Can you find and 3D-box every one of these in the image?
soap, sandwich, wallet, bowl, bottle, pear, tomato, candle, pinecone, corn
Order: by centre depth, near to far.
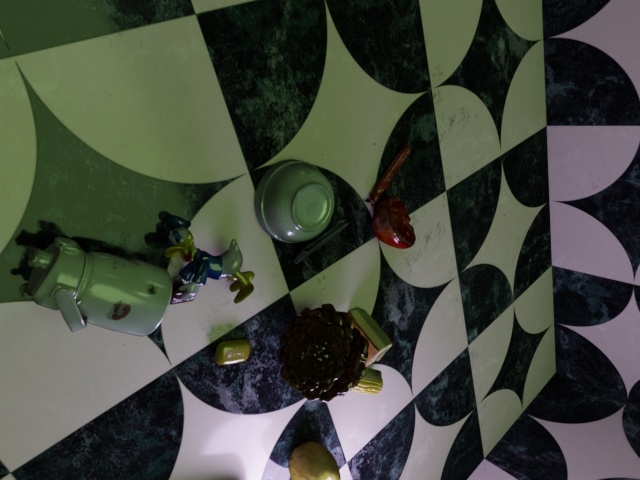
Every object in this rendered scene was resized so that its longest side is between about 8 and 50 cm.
[{"bbox_3d":[-0.604,0.131,1.204,0.352,0.229,0.229,26,85,-43],"label":"bottle"},{"bbox_3d":[-0.070,-0.131,1.619,0.307,0.163,0.306,-11,110,-34],"label":"bowl"},{"bbox_3d":[-0.312,0.401,1.624,0.140,0.045,0.088,3,96,-40],"label":"soap"},{"bbox_3d":[0.002,0.002,1.707,0.222,0.167,0.036,-38,87,-26],"label":"wallet"},{"bbox_3d":[0.038,0.438,1.739,0.385,0.385,0.383,-11,108,-37],"label":"pinecone"},{"bbox_3d":[-0.028,0.957,1.900,0.188,0.211,0.228,-39,138,-3],"label":"pear"},{"bbox_3d":[0.301,-0.065,1.946,0.201,0.140,0.232,19,54,-47],"label":"tomato"},{"bbox_3d":[0.297,-0.282,1.946,0.329,0.048,0.051,-55,169,-15],"label":"candle"},{"bbox_3d":[0.186,0.433,2.003,0.108,0.220,0.186,-17,148,-38],"label":"sandwich"},{"bbox_3d":[0.163,0.614,2.020,0.305,0.122,0.123,29,74,-40],"label":"corn"}]

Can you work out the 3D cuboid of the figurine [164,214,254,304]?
[{"bbox_3d":[-0.394,0.072,1.431,0.284,0.205,0.338,-37,110,-18],"label":"figurine"}]
